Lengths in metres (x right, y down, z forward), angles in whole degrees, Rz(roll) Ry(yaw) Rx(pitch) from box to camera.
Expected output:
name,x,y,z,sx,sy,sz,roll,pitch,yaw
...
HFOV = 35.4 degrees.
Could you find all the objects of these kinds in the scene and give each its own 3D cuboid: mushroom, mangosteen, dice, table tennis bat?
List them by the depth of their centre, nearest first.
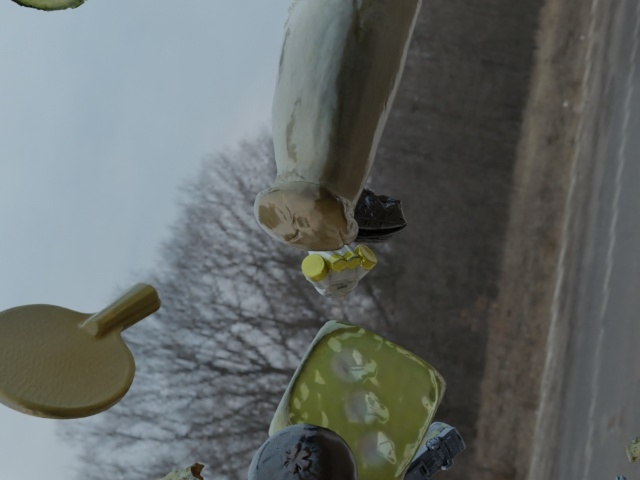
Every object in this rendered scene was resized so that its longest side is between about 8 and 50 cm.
name,x,y,z,sx,sy,sz,roll,pitch,yaw
mangosteen,-0.019,0.291,1.185,0.151,0.137,0.137,83,-160,-55
mushroom,0.015,-0.177,1.195,0.137,0.154,0.408,-37,31,54
table tennis bat,-0.307,0.127,1.288,0.321,0.198,0.050,-38,-26,-60
dice,0.063,0.288,1.699,0.233,0.238,0.227,-60,-7,-12

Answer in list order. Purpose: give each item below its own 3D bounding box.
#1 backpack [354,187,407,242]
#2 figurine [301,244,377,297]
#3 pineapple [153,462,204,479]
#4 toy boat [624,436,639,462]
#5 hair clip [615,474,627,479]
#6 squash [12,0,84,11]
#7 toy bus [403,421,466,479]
name,x,y,z,sx,sy,sz,roll,pitch,yaw
backpack,0.083,-0.051,1.961,0.120,0.165,0.106,-27,65,57
figurine,0.000,-0.005,1.407,0.130,0.109,0.178,119,130,-67
pineapple,-0.250,0.425,1.441,0.236,0.186,0.115,-38,-55,-35
toy boat,0.440,0.245,1.208,0.049,0.149,0.047,96,163,-45
hair clip,0.496,0.541,1.748,0.048,0.083,0.275,7,-77,-62
squash,-0.487,-0.522,1.794,0.133,0.220,0.220,-108,20,-48
toy bus,0.174,0.412,1.842,0.190,0.064,0.075,-37,20,-17
